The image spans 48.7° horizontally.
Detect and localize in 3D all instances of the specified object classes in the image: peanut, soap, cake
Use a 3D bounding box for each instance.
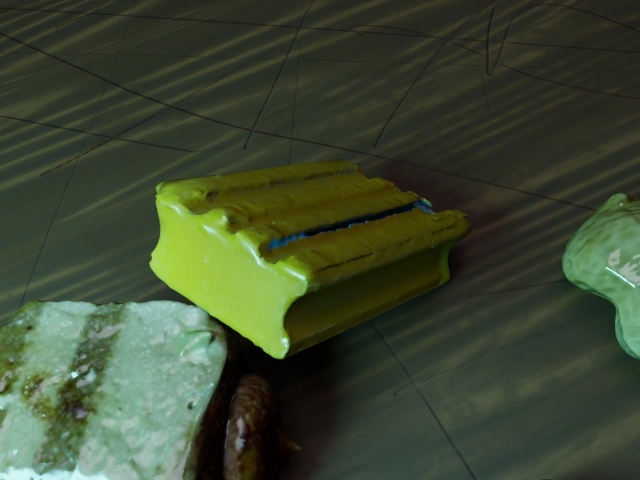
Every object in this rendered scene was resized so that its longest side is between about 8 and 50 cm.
[{"bbox_3d":[0.375,0.035,0.757,0.197,0.110,0.233,-26,55,-10],"label":"peanut"},{"bbox_3d":[0.000,0.000,0.756,0.204,0.096,0.324,30,26,30],"label":"soap"},{"bbox_3d":[-0.167,0.184,0.687,0.293,0.199,0.196,1,51,9],"label":"cake"}]
